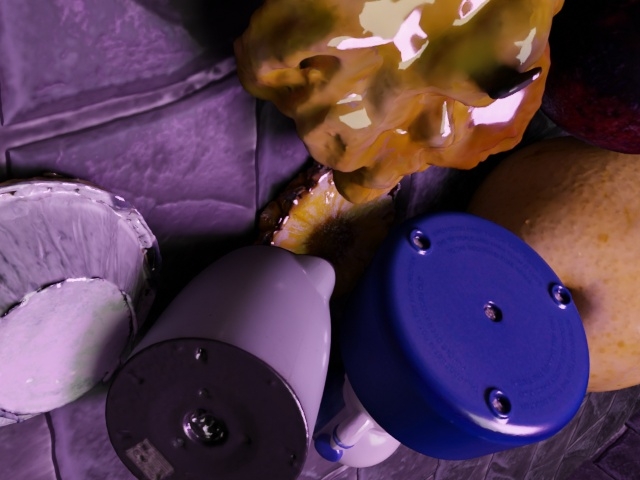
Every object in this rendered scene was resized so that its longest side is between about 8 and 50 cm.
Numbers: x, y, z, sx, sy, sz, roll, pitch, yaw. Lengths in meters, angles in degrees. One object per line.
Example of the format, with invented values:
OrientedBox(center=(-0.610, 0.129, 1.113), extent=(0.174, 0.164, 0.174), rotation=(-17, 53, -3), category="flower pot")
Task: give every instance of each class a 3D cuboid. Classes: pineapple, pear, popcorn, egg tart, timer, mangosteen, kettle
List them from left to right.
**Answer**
OrientedBox(center=(-0.223, 0.062, 0.592), extent=(0.234, 0.094, 0.234), rotation=(-28, 138, -29), category="egg tart")
OrientedBox(center=(-0.094, 0.115, 0.692), extent=(0.221, 0.161, 0.236), rotation=(-34, -166, 20), category="kettle")
OrientedBox(center=(0.000, 0.000, 0.848), extent=(0.221, 0.047, 0.221), rotation=(-26, 134, -30), category="pineapple")
OrientedBox(center=(0.099, 0.170, 0.924), extent=(0.270, 0.270, 0.383), rotation=(-20, 160, -39), category="timer")
OrientedBox(center=(0.083, -0.180, 0.612), extent=(0.297, 0.281, 0.316), rotation=(-38, 133, 6), category="popcorn")
OrientedBox(center=(0.353, 0.025, 1.021), extent=(0.348, 0.348, 0.348), rotation=(-30, 139, -31), category="pear")
OrientedBox(center=(0.370, -0.239, 0.890), extent=(0.300, 0.300, 0.300), rotation=(-30, 139, -31), category="mangosteen")
